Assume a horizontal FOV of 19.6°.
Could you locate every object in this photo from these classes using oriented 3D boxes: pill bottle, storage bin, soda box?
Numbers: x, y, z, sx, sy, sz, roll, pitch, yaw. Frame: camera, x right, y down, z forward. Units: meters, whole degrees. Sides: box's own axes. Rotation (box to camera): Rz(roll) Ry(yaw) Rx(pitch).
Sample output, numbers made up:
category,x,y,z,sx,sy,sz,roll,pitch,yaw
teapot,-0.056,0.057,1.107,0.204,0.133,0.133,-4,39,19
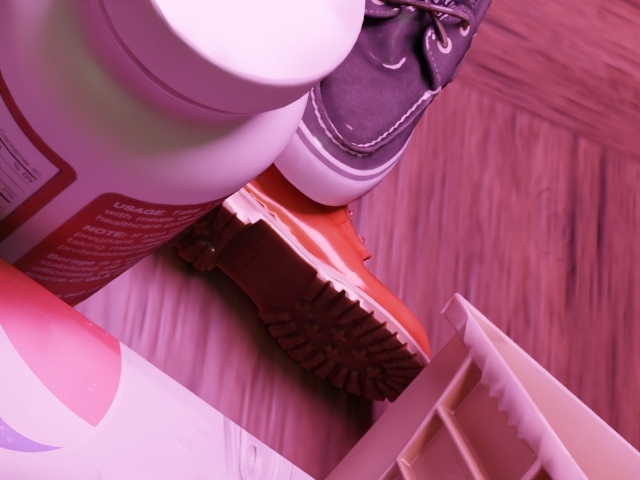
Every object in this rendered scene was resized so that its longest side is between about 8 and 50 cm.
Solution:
category,x,y,z,sx,sy,sz,roll,pitch,yaw
pill bottle,-0.080,-0.056,0.682,0.121,0.216,0.121,15,63,-30
storage bin,0.128,0.179,0.697,0.262,0.260,0.123,41,96,-14
soda box,-0.135,0.066,0.668,0.286,0.098,0.091,37,53,-16

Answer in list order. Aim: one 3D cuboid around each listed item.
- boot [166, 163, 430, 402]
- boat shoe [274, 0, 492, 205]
category,x,y,z,sx,sy,sz,roll,pitch,yaw
boot,0.000,0.000,0.819,0.158,0.059,0.084,45,47,-9
boat shoe,0.040,-0.102,0.847,0.080,0.076,0.228,45,38,-8
